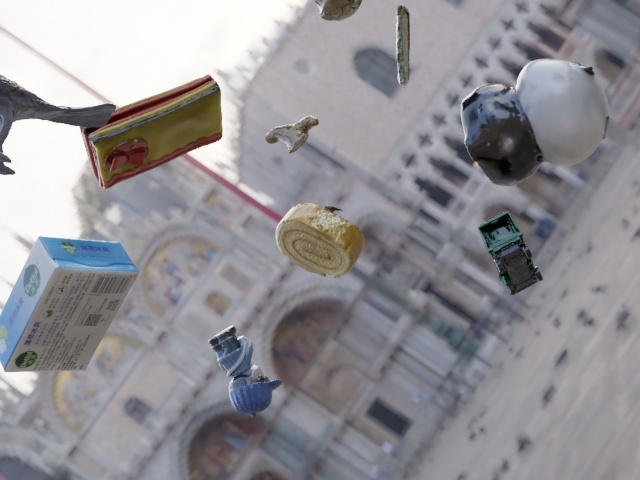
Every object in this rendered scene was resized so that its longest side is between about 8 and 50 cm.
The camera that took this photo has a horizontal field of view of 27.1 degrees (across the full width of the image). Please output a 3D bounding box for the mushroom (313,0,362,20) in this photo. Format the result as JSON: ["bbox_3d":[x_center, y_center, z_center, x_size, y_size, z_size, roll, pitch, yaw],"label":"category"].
[{"bbox_3d":[-0.036,-0.387,1.837,0.081,0.223,0.092,-49,19,12],"label":"mushroom"}]

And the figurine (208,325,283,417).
[{"bbox_3d":[-0.129,0.218,2.217,0.086,0.149,0.087,-29,4,33],"label":"figurine"}]

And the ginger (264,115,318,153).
[{"bbox_3d":[-0.039,-0.151,1.950,0.097,0.030,0.048,-16,59,34],"label":"ginger"}]

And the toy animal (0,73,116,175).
[{"bbox_3d":[-0.466,-0.184,1.916,0.081,0.367,0.206,-39,40,42],"label":"toy animal"}]

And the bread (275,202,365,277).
[{"bbox_3d":[0.000,0.000,2.269,0.073,0.149,0.122,-54,-12,-40],"label":"bread"}]

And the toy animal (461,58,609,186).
[{"bbox_3d":[0.368,-0.203,2.228,0.235,0.187,0.165,-23,10,19],"label":"toy animal"}]

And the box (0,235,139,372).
[{"bbox_3d":[-0.362,0.093,1.864,0.139,0.073,0.194,5,-54,-44],"label":"box"}]

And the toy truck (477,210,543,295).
[{"bbox_3d":[0.313,0.027,2.179,0.065,0.079,0.147,-28,-36,5],"label":"toy truck"}]

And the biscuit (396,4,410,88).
[{"bbox_3d":[0.148,-0.343,2.354,0.203,0.016,0.144,-51,-39,-79],"label":"biscuit"}]

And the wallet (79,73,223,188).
[{"bbox_3d":[-0.274,-0.176,2.221,0.241,0.067,0.141,-25,-35,-18],"label":"wallet"}]
